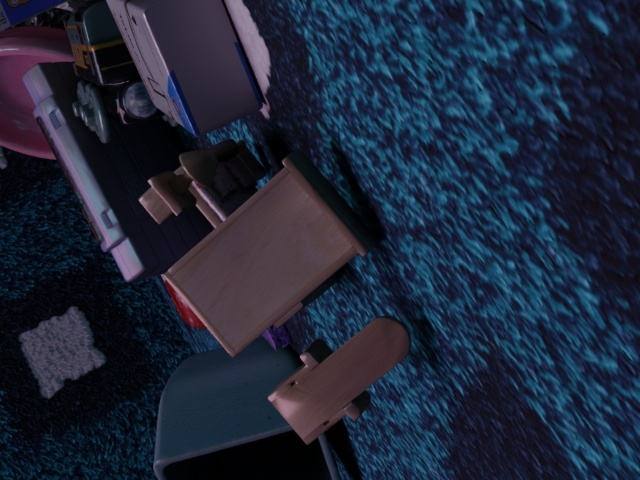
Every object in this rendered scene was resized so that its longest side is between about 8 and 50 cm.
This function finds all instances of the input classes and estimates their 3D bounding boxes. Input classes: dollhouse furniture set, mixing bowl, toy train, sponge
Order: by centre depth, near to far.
[{"bbox_3d":[0.000,0.000,1.416,0.303,0.174,0.355,50,-162,1],"label":"dollhouse furniture set"},{"bbox_3d":[-0.280,-0.247,1.894,0.334,0.142,0.190,-148,45,-72],"label":"toy train"},{"bbox_3d":[-0.108,0.054,2.031,0.117,0.031,0.210,45,159,58],"label":"sponge"},{"bbox_3d":[-0.210,0.086,2.393,0.181,0.098,0.181,58,167,22],"label":"mixing bowl"}]

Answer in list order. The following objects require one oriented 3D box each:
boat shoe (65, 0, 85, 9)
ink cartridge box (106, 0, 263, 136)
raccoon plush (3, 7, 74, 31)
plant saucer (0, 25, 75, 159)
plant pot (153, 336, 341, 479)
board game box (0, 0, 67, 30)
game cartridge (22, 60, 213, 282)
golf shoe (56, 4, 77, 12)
[{"bbox_3d":[-0.428,-0.477,2.049,0.303,0.114,0.091,61,165,7],"label":"boat shoe"},{"bbox_3d":[-0.152,-0.209,1.492,0.148,0.086,0.203,67,167,-20],"label":"ink cartridge box"},{"bbox_3d":[-0.603,-0.459,2.422,0.299,0.216,0.446,53,172,-38],"label":"raccoon plush"},{"bbox_3d":[-0.457,-0.254,2.311,0.332,0.332,0.084,84,-169,-61],"label":"plant saucer"},{"bbox_3d":[-0.110,0.293,2.089,0.252,0.247,0.247,-102,-4,-50],"label":"plant pot"},{"bbox_3d":[-0.325,-0.371,1.526,0.347,0.233,0.078,50,163,49],"label":"board game box"},{"bbox_3d":[-0.293,-0.113,2.072,0.068,0.230,0.355,-36,78,37],"label":"game cartridge"},{"bbox_3d":[-0.405,-0.403,2.194,0.067,0.086,0.186,58,169,18],"label":"golf shoe"}]
